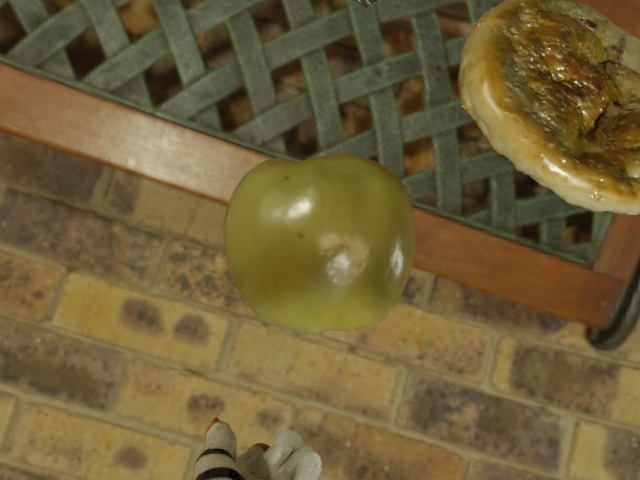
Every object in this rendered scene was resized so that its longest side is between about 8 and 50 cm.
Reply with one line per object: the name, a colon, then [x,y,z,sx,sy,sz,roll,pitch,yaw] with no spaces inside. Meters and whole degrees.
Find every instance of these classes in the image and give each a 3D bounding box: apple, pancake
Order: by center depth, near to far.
apple: [0.000,0.000,1.213,0.262,0.262,0.262,16,167,4]
pancake: [0.368,-0.200,1.245,0.387,0.387,0.082,20,144,-15]

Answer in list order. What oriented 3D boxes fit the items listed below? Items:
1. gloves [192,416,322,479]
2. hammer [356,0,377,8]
gloves: [-0.080,0.284,0.998,0.140,0.131,0.219,17,-178,3]
hammer: [0.078,-0.323,0.946,0.027,0.125,0.297,-21,-168,-18]
